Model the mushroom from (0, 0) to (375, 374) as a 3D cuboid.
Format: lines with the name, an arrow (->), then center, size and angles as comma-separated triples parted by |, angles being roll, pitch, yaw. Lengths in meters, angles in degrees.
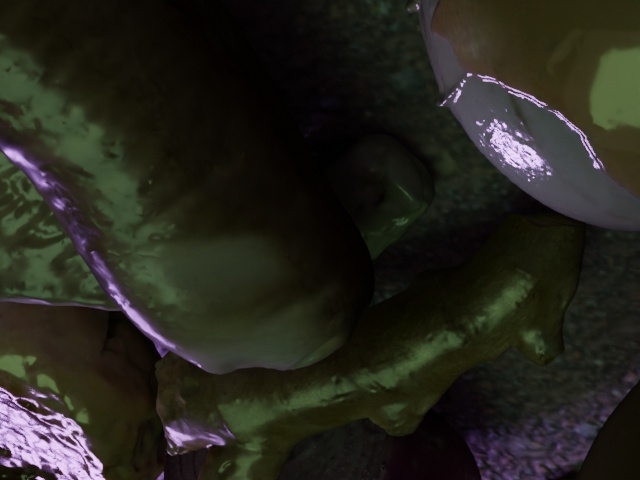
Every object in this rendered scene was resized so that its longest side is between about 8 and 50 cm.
mushroom -> -0.143, -0.096, 0.912 | 0.397, 0.224, 0.313 | 15, 124, 2

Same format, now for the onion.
onion -> 0.012, 0.174, 1.146 | 0.207, 0.200, 0.200 | -27, 121, 24

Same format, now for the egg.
egg -> 0.166, -0.103, 0.739 | 0.244, 0.201, 0.201 | -17, 127, 25

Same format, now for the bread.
bread -> -0.204, 0.085, 1.176 | 0.244, 0.134, 0.244 | 14, 143, 11

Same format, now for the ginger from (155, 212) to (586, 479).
ginger -> 0.028, 0.063, 1.020 | 0.299, 0.065, 0.118 | -29, 86, 21

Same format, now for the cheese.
cheese -> 0.000, 0.000, 1.051 | 0.065, 0.043, 0.194 | 33, 140, -13

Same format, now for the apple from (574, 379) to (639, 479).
apple -> 0.336, 0.234, 0.854 | 0.474, 0.473, 0.473 | 13, 139, 12

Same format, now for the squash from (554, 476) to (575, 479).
squash -> 0.155, 0.187, 1.197 | 0.027, 0.027, 0.083 | 35, 138, -13
